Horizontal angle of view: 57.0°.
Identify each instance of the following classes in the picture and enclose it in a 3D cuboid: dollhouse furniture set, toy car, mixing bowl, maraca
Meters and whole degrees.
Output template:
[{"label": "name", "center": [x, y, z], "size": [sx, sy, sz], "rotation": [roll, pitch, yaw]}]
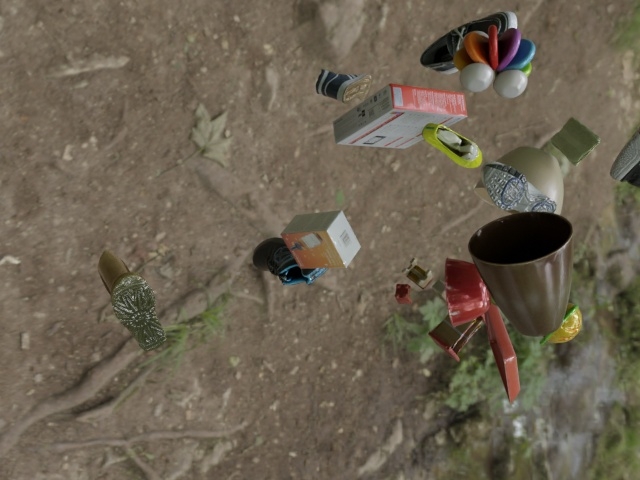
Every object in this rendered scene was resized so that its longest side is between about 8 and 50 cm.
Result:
[{"label": "dollhouse furniture set", "center": [0.451, 0.269, 2.327], "size": [0.201, 0.374, 0.152], "rotation": [-47, 144, -4]}, {"label": "toy car", "center": [0.403, -0.424, 1.341], "size": [0.181, 0.136, 0.159], "rotation": [9, 59, -5]}, {"label": "mixing bowl", "center": [0.385, 0.129, 1.525], "size": [0.181, 0.098, 0.182], "rotation": [-7, 90, -71]}, {"label": "maraca", "center": [0.657, 0.233, 1.626], "size": [0.127, 0.099, 0.186], "rotation": [-38, 157, -11]}]

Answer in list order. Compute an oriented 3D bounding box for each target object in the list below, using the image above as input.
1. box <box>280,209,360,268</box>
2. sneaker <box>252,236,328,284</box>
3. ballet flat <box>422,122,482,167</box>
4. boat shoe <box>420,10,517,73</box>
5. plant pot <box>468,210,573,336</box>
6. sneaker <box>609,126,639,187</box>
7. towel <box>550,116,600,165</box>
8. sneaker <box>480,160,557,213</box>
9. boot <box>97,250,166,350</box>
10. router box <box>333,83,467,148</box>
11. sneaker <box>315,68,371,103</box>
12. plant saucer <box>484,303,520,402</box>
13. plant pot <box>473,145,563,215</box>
[{"label": "box", "center": [0.000, 0.000, 1.616], "size": [0.091, 0.170, 0.130], "rotation": [-53, 125, -38]}, {"label": "sneaker", "center": [-0.122, 0.074, 1.974], "size": [0.140, 0.340, 0.125], "rotation": [-50, 124, -37]}, {"label": "ballet flat", "center": [0.400, -0.276, 1.722], "size": [0.230, 0.077, 0.077], "rotation": [25, 81, -23]}, {"label": "boat shoe", "center": [0.383, -0.527, 1.574], "size": [0.102, 0.301, 0.108], "rotation": [-1, 88, -29]}, {"label": "plant pot", "center": [0.458, 0.089, 1.294], "size": [0.215, 0.215, 0.231], "rotation": [-48, 125, -45]}, {"label": "sneaker", "center": [0.678, -0.195, 1.087], "size": [0.153, 0.269, 0.101], "rotation": [38, 19, 16]}, {"label": "towel", "center": [0.793, -0.312, 1.839], "size": [0.027, 0.110, 0.148], "rotation": [19, 32, -34]}, {"label": "sneaker", "center": [0.541, -0.143, 1.674], "size": [0.297, 0.111, 0.129], "rotation": [29, 21, -35]}, {"label": "boot", "center": [-0.462, 0.105, 1.368], "size": [0.089, 0.269, 0.236], "rotation": [-24, 133, -23]}, {"label": "router box", "center": [0.253, -0.397, 1.938], "size": [0.300, 0.335, 0.082], "rotation": [-2, 81, -31]}, {"label": "sneaker", "center": [0.084, -0.597, 2.248], "size": [0.282, 0.153, 0.099], "rotation": [-38, 146, -57]}, {"label": "plant saucer", "center": [0.602, 0.362, 1.952], "size": [0.259, 0.047, 0.259], "rotation": [-95, 168, -47]}, {"label": "plant pot", "center": [0.673, -0.197, 1.934], "size": [0.284, 0.284, 0.191], "rotation": [25, 88, -45]}]
